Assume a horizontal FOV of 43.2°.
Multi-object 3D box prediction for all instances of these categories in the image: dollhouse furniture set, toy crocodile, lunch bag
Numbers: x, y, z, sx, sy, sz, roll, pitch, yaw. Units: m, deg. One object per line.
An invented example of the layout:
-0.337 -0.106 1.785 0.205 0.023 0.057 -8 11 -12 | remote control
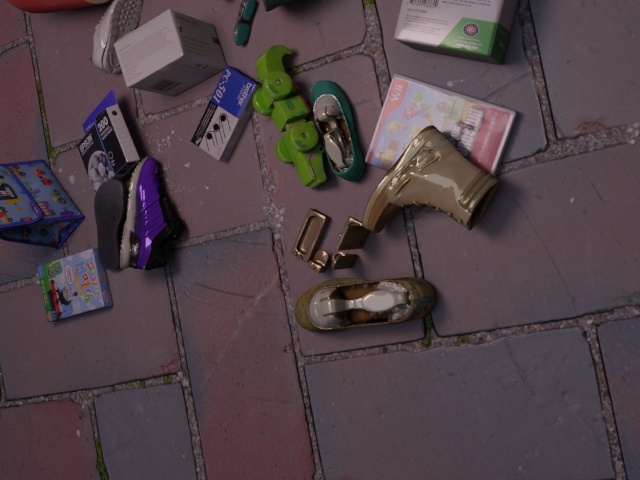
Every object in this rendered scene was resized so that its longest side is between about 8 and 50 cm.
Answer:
0.000 0.000 1.793 0.151 0.123 0.144 29 104 23 | dollhouse furniture set
-0.064 -0.280 1.836 0.341 0.105 0.115 66 155 8 | toy crocodile
-0.810 -0.096 2.113 0.138 0.293 0.221 -46 72 21 | lunch bag

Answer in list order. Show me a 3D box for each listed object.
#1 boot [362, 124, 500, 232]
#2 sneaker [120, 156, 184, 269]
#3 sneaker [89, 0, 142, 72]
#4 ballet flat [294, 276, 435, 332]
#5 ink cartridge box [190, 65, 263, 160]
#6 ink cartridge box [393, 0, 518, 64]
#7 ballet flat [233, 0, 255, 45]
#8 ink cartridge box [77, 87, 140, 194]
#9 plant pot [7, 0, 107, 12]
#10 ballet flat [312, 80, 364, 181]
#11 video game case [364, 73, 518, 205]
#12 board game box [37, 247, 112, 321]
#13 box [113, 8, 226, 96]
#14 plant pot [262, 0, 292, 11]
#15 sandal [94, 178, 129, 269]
0.224 -0.077 1.670 0.203 0.095 0.262 42 108 17 | boot
-0.410 -0.062 2.024 0.146 0.102 0.294 8 74 -8 | sneaker
-0.533 -0.553 2.077 0.094 0.090 0.235 30 103 34 | sneaker
0.074 0.139 1.765 0.348 0.123 0.123 -9 88 27 | ballet flat
-0.224 -0.304 1.943 0.097 0.046 0.207 34 106 21 | ink cartridge box
0.293 -0.521 1.626 0.211 0.121 0.289 18 100 26 | ink cartridge box
-0.184 -0.521 1.925 0.041 0.041 0.114 23 102 25 | ballet flat
-0.558 -0.253 2.083 0.206 0.045 0.208 -32 76 46 | ink cartridge box
-0.637 -0.691 2.004 0.243 0.275 0.275 15 98 31 | plant pot
0.032 -0.250 1.789 0.083 0.087 0.247 -23 81 24 | ballet flat
0.250 -0.216 1.713 0.285 0.025 0.204 23 102 25 | video game case
-0.666 0.122 2.189 0.211 0.039 0.160 -16 84 26 | board game box
-0.356 -0.442 1.930 0.181 0.181 0.119 -22 82 26 | box
-0.063 -0.664 1.740 0.196 0.293 0.293 -15 84 0 | plant pot
-0.536 -0.048 2.098 0.097 0.054 0.255 23 118 22 | sandal
